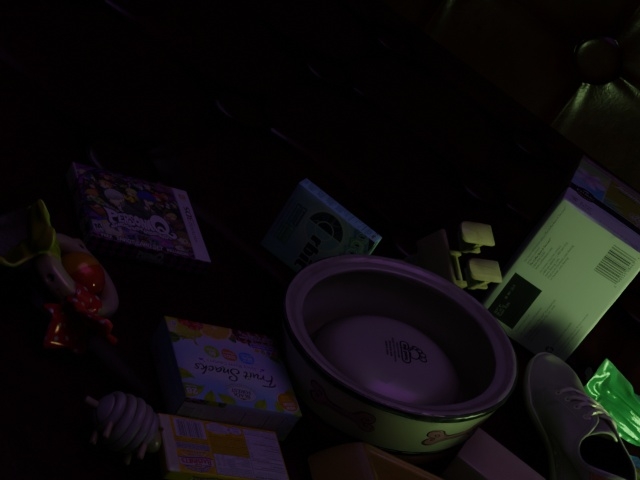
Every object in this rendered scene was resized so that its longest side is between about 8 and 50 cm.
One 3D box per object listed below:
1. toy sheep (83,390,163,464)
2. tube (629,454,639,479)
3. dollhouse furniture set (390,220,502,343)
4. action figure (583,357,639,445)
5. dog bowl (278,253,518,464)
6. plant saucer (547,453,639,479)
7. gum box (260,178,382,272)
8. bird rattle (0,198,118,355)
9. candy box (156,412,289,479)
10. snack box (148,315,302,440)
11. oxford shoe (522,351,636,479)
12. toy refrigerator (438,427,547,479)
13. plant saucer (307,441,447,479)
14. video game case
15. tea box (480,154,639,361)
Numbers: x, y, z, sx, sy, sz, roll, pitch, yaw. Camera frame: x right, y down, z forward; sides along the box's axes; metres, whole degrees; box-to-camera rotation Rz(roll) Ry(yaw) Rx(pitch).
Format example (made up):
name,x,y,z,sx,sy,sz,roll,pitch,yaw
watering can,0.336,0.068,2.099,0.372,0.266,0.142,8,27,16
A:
name,x,y,z,sx,sy,sz,roll,pitch,yaw
toy sheep,-0.274,0.254,1.673,0.132,0.091,0.091,41,23,-27
tube,0.636,0.485,2.304,0.080,0.052,0.207,21,24,-36
dollhouse furniture set,0.217,0.101,2.294,0.161,0.212,0.242,8,64,-42
action figure,0.615,0.348,2.438,0.232,0.137,0.063,36,14,-14
dog bowl,0.113,0.203,2.015,0.408,0.150,0.408,14,32,-9
plant saucer,0.511,0.455,2.223,0.241,0.037,0.241,25,30,-16
gum box,0.000,0.000,2.274,0.184,0.157,0.041,38,28,9
bird rattle,-0.375,0.058,1.839,0.253,0.143,0.207,44,14,13
candy box,-0.144,0.314,1.771,0.206,0.027,0.105,15,39,-31
snack box,-0.149,0.216,1.876,0.207,0.070,0.174,14,35,-30
oxford shoe,0.476,0.342,2.193,0.169,0.130,0.449,23,28,-13
toy refrigerator,0.328,0.443,1.998,0.269,0.094,0.102,37,33,9
plant saucer,0.157,0.416,1.759,0.333,0.081,0.333,27,10,-11
video game case,-0.322,-0.038,2.121,0.232,0.042,0.210,15,32,-31
tea box,0.536,0.040,2.585,0.220,0.329,0.323,35,29,3
